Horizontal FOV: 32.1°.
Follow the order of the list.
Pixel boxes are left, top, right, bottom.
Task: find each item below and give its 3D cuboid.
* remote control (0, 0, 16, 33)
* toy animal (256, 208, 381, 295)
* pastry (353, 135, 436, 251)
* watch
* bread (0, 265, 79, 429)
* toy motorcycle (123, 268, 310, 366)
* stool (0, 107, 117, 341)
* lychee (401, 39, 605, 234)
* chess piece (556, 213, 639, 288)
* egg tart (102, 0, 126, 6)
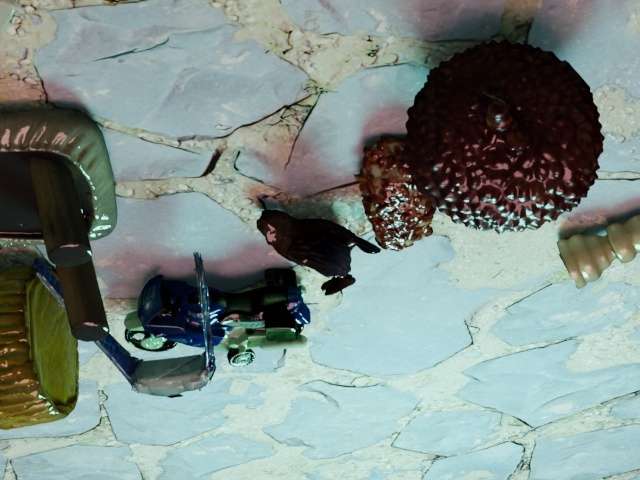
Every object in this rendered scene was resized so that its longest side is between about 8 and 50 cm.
[{"bbox_3d":[-0.458,-0.243,1.364,0.090,0.049,0.230,20,139,-33],"label":"remote control"},{"bbox_3d":[-0.008,-0.004,1.756,0.179,0.218,0.116,42,98,-8],"label":"toy animal"},{"bbox_3d":[0.116,-0.068,1.696,0.115,0.097,0.208,-15,146,-6],"label":"pastry"},{"bbox_3d":[-0.307,0.141,1.803,0.277,0.068,0.274,-1,130,4],"label":"watch"},{"bbox_3d":[-0.486,0.175,1.806,0.143,0.253,0.227,-6,159,5],"label":"bread"},{"bbox_3d":[-0.185,0.129,1.914,0.331,0.125,0.196,-5,146,4],"label":"toy motorcycle"},{"bbox_3d":[-0.445,-0.010,1.561,0.311,0.226,0.310,-5,147,-6],"label":"stool"},{"bbox_3d":[0.240,-0.133,1.466,0.264,0.264,0.300,-15,170,12],"label":"lychee"},{"bbox_3d":[0.496,0.011,1.887,0.171,0.094,0.094,-23,143,18],"label":"chess piece"},{"bbox_3d":[-0.234,-0.318,1.292,0.131,0.052,0.130,-7,145,-5],"label":"egg tart"}]
